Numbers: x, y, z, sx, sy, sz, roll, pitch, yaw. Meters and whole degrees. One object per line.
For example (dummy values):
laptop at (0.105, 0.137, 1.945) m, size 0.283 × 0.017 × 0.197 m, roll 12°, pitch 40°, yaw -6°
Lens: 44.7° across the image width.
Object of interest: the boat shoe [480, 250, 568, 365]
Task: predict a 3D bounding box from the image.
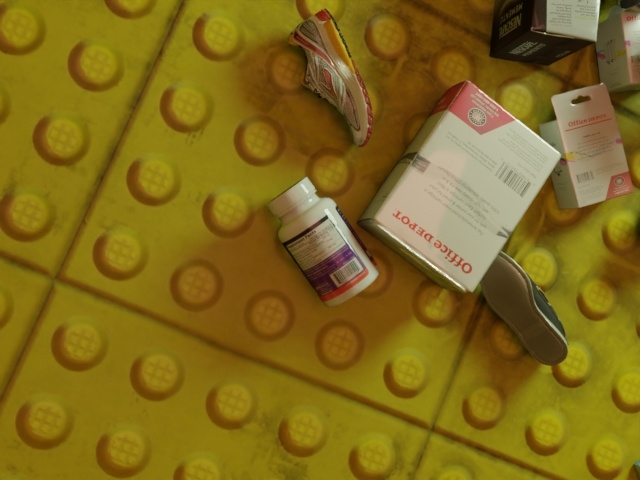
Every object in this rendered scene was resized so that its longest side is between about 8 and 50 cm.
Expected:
boat shoe at (0.345, 0.108, 1.337) m, size 0.081 × 0.069 × 0.227 m, roll -32°, pitch 94°, yaw 24°

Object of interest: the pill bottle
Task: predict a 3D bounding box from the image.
pill bottle at (0.000, 0.000, 1.240) m, size 0.108 × 0.108 × 0.193 m, roll -35°, pitch 96°, yaw -11°

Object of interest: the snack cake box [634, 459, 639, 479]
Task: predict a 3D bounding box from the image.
snack cake box at (0.719, 0.423, 1.400) m, size 0.264 × 0.089 × 0.152 m, roll -23°, pitch 93°, yaw -12°

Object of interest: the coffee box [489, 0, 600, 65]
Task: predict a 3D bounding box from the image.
coffee box at (0.381, -0.462, 1.303) m, size 0.119 × 0.168 × 0.297 m, roll 7°, pitch 87°, yaw -12°

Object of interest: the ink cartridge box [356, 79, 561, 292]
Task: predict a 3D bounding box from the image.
ink cartridge box at (0.223, -0.084, 1.286) m, size 0.207 × 0.117 × 0.283 m, roll 36°, pitch 82°, yaw -10°

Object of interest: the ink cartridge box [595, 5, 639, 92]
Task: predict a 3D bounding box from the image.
ink cartridge box at (0.552, -0.342, 1.377) m, size 0.092 × 0.090 × 0.143 m, roll -7°, pitch 91°, yaw -13°

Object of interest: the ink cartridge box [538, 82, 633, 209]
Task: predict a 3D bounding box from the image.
ink cartridge box at (0.460, -0.164, 1.366) m, size 0.115 × 0.067 × 0.198 m, roll -15°, pitch 94°, yaw -13°

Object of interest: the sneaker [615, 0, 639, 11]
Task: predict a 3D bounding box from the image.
sneaker at (0.553, -0.431, 1.315) m, size 0.258 × 0.094 × 0.091 m, roll -20°, pitch 98°, yaw -40°

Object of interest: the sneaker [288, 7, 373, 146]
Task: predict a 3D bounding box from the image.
sneaker at (0.021, -0.256, 1.273) m, size 0.093 × 0.088 × 0.225 m, roll -24°, pitch 94°, yaw 9°
